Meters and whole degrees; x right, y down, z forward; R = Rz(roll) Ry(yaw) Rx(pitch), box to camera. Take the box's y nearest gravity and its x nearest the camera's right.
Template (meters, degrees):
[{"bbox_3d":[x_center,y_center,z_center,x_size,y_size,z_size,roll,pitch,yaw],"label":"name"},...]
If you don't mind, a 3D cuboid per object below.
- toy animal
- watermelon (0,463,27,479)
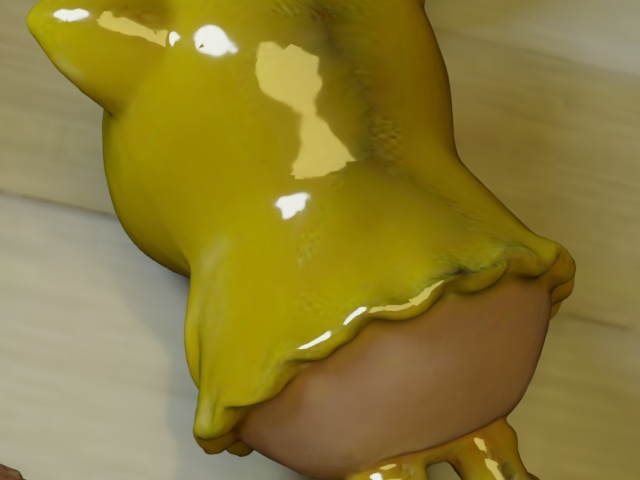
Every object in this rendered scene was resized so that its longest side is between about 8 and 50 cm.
[{"bbox_3d":[0.004,-0.002,0.510,0.156,0.156,0.230,-22,80,-15],"label":"toy animal"},{"bbox_3d":[-0.105,0.152,0.479,0.241,0.094,0.154,22,60,-2],"label":"watermelon"}]
